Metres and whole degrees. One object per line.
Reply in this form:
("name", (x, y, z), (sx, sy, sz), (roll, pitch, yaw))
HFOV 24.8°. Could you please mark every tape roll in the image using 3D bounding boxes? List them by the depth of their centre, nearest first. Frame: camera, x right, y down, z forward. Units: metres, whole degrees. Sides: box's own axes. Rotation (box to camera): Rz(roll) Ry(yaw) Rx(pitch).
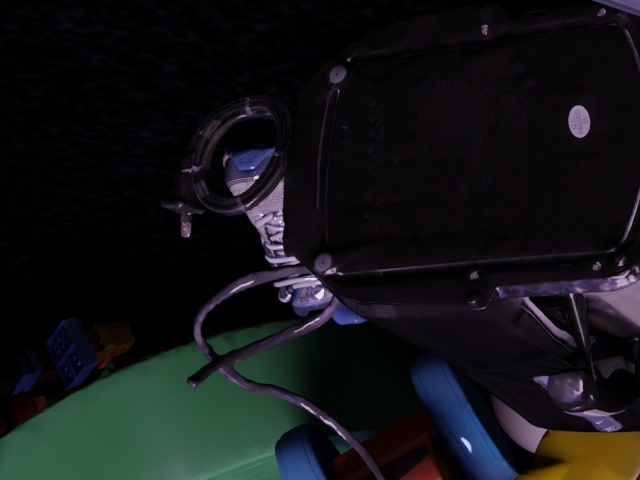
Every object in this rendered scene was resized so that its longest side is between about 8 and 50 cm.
("tape roll", (-0.071, 0.166, 0.857), (0.321, 0.077, 0.321), (-21, 152, -11))

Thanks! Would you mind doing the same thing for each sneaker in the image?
("sneaker", (0.000, 0.000, 0.607), (0.052, 0.058, 0.135), (-4, 159, 24))

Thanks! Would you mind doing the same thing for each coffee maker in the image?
("coffee maker", (0.072, -0.005, 0.525), (0.171, 0.120, 0.178), (21, 172, 33))

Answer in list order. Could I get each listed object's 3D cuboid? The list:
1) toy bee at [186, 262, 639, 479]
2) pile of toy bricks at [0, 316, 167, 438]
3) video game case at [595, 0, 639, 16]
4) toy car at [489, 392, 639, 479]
("toy bee", (0.040, 0.138, 0.650), (0.195, 0.162, 0.298), (-40, 151, 26))
("pile of toy bricks", (-0.132, 0.105, 0.922), (0.105, 0.118, 0.212), (-17, 159, -38))
("video game case", (0.134, -0.112, 0.294), (0.196, 0.026, 0.274), (13, 160, -25))
("toy car", (0.187, 0.113, 0.778), (0.159, 0.136, 0.182), (20, 156, -40))
